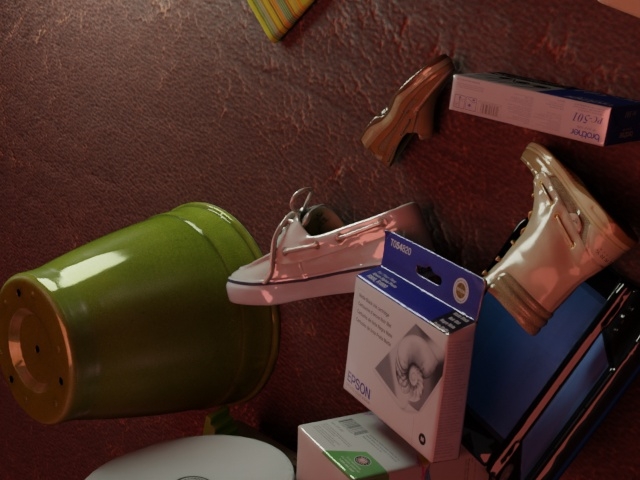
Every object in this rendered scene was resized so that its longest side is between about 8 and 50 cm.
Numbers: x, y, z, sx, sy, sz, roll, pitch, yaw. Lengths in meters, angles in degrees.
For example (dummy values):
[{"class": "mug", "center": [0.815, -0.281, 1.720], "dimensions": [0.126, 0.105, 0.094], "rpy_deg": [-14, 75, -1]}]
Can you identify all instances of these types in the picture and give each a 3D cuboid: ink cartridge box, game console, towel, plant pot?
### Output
[{"class": "ink cartridge box", "center": [0.095, 0.296, 1.249], "dimensions": [0.154, 0.212, 0.093], "rpy_deg": [29, 121, 56]}, {"class": "game console", "center": [0.229, 0.145, 1.092], "dimensions": [0.173, 0.250, 0.293], "rpy_deg": [33, 106, 6]}, {"class": "towel", "center": [-0.023, -0.396, 1.375], "dimensions": [0.237, 0.021, 0.102], "rpy_deg": [-37, 78, 42]}, {"class": "plant pot", "center": [-0.318, 0.139, 1.544], "dimensions": [0.366, 0.353, 0.366], "rpy_deg": [11, 106, 42]}, {"class": "ink cartridge box", "center": [0.261, -0.154, 1.089], "dimensions": [0.207, 0.097, 0.046], "rpy_deg": [22, 114, 40]}, {"class": "ink cartridge box", "center": [0.106, 0.121, 1.154], "dimensions": [0.223, 0.045, 0.223], "rpy_deg": [30, 117, 59]}]

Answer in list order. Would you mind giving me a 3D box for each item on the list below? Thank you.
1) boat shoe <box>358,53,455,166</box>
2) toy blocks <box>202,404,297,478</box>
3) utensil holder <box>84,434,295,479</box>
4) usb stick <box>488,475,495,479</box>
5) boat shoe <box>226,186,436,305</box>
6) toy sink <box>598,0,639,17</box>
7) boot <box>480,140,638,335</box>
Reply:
[{"class": "boat shoe", "center": [0.128, -0.166, 1.251], "dimensions": [0.072, 0.068, 0.190], "rpy_deg": [52, 141, 8]}, {"class": "toy blocks", "center": [-0.088, 0.485, 1.540], "dimensions": [0.261, 0.191, 0.381], "rpy_deg": [24, 115, 27]}, {"class": "utensil holder", "center": [-0.166, 0.511, 1.328], "dimensions": [0.328, 0.328, 0.385], "rpy_deg": [8, 108, 44]}, {"class": "usb stick", "center": [0.258, 0.293, 1.225], "dimensions": [0.077, 0.045, 0.278], "rpy_deg": [33, 121, 35]}, {"class": "boat shoe", "center": [-0.004, 0.001, 1.360], "dimensions": [0.367, 0.136, 0.156], "rpy_deg": [-11, 91, 42]}, {"class": "toy sink", "center": [0.410, -0.239, 0.885], "dimensions": [0.234, 0.153, 0.131], "rpy_deg": [34, 121, 34]}, {"class": "boot", "center": [0.245, -0.007, 1.079], "dimensions": [0.165, 0.077, 0.213], "rpy_deg": [-49, 34, 18]}]
